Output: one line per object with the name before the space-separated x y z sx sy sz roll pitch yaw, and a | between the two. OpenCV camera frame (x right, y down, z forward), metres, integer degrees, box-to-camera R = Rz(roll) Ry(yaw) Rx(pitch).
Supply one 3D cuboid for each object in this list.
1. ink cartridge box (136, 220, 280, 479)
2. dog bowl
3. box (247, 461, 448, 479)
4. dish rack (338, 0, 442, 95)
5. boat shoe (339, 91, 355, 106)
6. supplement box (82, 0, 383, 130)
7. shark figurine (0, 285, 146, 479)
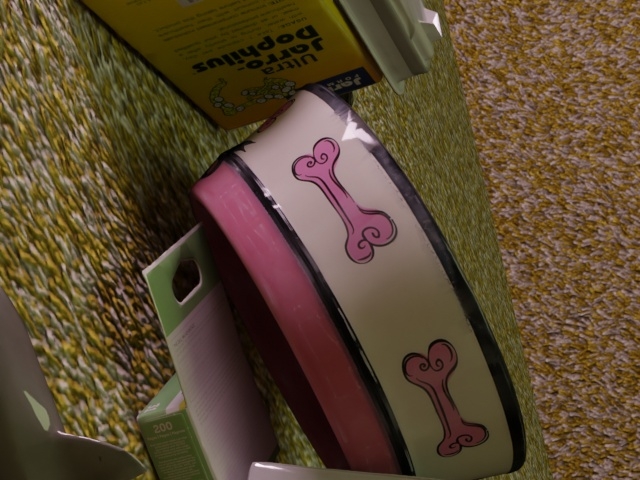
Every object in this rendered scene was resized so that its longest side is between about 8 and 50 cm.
ink cartridge box | -0.110 0.119 1.170 0.171 0.056 0.235 -53 124 -71
dog bowl | 0.019 0.068 1.247 0.408 0.150 0.408 59 -10 18
box | 0.026 0.287 1.145 0.181 0.182 0.119 83 13 -55
dish rack | 0.054 -0.352 1.438 0.285 0.072 0.333 52 27 -55
boat shoe | 0.018 -0.243 1.956 0.049 0.056 0.152 -97 163 -46
supplement box | -0.094 -0.283 1.347 0.356 0.195 0.194 41 36 -63
shark figurine | -0.152 0.169 0.880 0.166 0.116 0.278 -79 148 -55
